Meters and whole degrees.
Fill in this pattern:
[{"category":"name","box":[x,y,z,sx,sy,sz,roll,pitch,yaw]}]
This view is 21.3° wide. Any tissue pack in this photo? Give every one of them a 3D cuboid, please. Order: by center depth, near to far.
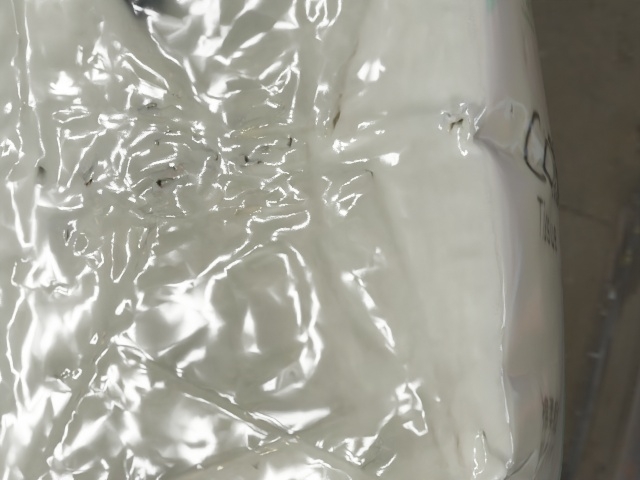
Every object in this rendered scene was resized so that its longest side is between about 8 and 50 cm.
[{"category":"tissue pack","box":[0.002,0.000,0.695,0.194,0.356,0.266,-4,81,9]}]
